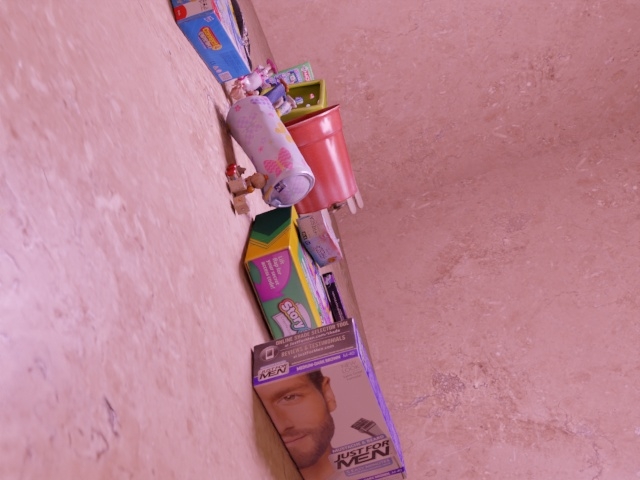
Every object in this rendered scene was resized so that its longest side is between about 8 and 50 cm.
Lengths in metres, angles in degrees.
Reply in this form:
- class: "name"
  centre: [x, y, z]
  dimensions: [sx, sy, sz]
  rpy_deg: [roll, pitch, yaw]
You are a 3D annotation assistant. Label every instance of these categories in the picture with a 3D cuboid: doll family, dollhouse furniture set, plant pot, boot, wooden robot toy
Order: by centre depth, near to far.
- class: "wooden robot toy"
  centre: [-0.151, -0.127, 1.427]
  dimensions: [0.173, 0.079, 0.076]
  rpy_deg: [-100, 171, -59]
- class: "doll family"
  centre: [-0.151, -0.351, 1.794]
  dimensions: [0.118, 0.163, 0.263]
  rpy_deg: [48, -5, 17]
- class: "boot"
  centre: [-0.255, -0.607, 1.936]
  dimensions: [0.179, 0.085, 0.236]
  rpy_deg: [-103, 180, -58]
- class: "plant pot"
  centre: [-0.025, -0.236, 2.020]
  dimensions: [0.272, 0.272, 0.265]
  rpy_deg: [-88, 158, -75]
- class: "plant pot"
  centre: [-0.078, -0.393, 2.265]
  dimensions: [0.228, 0.227, 0.207]
  rpy_deg: [-86, 165, -53]
- class: "dollhouse furniture set"
  centre: [0.035, -0.086, 2.597]
  dimensions: [0.242, 0.212, 0.161]
  rpy_deg: [-36, 109, -57]

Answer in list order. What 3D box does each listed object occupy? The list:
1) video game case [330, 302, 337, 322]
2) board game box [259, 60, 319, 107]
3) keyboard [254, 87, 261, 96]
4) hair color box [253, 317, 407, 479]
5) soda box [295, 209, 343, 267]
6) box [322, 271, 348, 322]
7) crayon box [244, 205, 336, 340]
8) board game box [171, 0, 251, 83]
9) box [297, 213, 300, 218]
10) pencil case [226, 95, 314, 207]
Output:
- class: "video game case"
  centre: [0.039, 0.246, 2.009]
  dimensions: [0.248, 0.035, 0.275]
  rpy_deg: [52, -9, 43]
- class: "board game box"
  centre: [-0.092, -0.460, 2.434]
  dimensions: [0.046, 0.213, 0.317]
  rpy_deg: [-18, 91, -85]
- class: "keyboard"
  centre: [-0.205, -0.477, 2.355]
  dimensions: [0.108, 0.023, 0.180]
  rpy_deg: [-73, 144, -81]
- class: "hair color box"
  centre: [0.023, 0.311, 1.201]
  dimensions: [0.110, 0.185, 0.339]
  rpy_deg: [-97, 168, -57]
- class: "soda box"
  centre: [0.000, 0.000, 1.510]
  dimensions: [0.183, 0.062, 0.058]
  rpy_deg: [60, 11, -65]
- class: "box"
  centre: [0.041, 0.154, 1.616]
  dimensions: [0.116, 0.029, 0.162]
  rpy_deg: [59, 14, -87]
- class: "crayon box"
  centre: [-0.050, 0.138, 1.463]
  dimensions: [0.313, 0.106, 0.363]
  rpy_deg: [-91, 162, -71]
- class: "board game box"
  centre: [-0.275, -0.571, 1.564]
  dimensions: [0.308, 0.086, 0.302]
  rpy_deg: [49, 24, -77]
- class: "box"
  centre: [-0.070, -0.012, 2.098]
  dimensions: [0.184, 0.045, 0.191]
  rpy_deg: [-89, 161, -68]
- class: "pencil case"
  centre: [-0.118, -0.204, 1.532]
  dimensions: [0.113, 0.124, 0.273]
  rpy_deg: [14, 41, -53]
